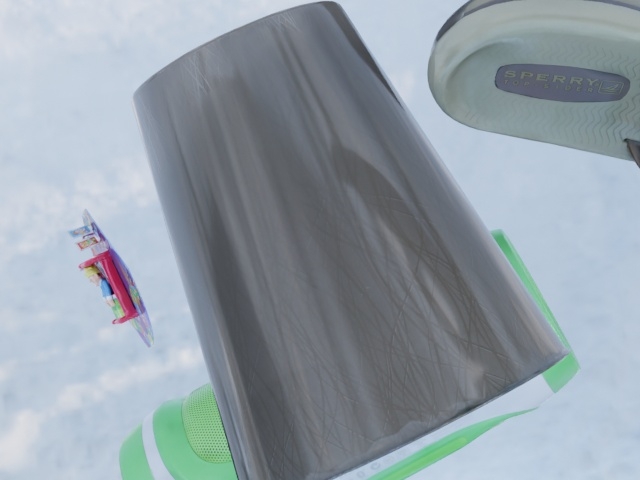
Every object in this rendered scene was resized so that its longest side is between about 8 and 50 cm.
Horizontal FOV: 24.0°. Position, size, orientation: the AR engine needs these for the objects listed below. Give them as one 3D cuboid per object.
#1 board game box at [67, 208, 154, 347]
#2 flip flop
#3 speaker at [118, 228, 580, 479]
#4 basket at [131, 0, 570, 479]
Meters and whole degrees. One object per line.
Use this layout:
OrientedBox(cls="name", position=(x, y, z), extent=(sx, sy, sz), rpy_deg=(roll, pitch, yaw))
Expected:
OrientedBox(cls="board game box", position=(-0.236, 0.050, 1.648), extent=(0.033, 0.168, 0.133), rpy_deg=(-26, 139, -17))
OrientedBox(cls="flip flop", position=(0.187, -0.057, 0.687), extent=(0.277, 0.080, 0.112), rpy_deg=(6, 139, -1))
OrientedBox(cls="speaker", position=(0.018, 0.110, 1.006), extent=(0.297, 0.131, 0.131), rpy_deg=(-30, 154, 7))
OrientedBox(cls="basket", position=(0.000, 0.000, 0.814), extent=(0.204, 0.226, 0.154), rpy_deg=(-24, 177, -27))
